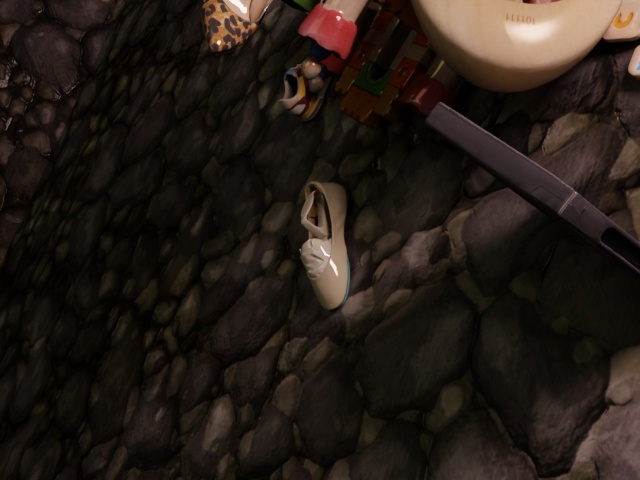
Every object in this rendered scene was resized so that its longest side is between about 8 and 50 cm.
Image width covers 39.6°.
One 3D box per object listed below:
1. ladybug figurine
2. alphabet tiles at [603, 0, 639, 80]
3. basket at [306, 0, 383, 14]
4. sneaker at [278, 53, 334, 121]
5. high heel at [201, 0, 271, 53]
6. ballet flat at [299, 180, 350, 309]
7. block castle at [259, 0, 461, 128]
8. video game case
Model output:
[{"bbox_3d":[0.271,-0.384,1.263,0.162,0.304,0.450,91,-169,-60],"label":"ladybug figurine"},{"bbox_3d":[0.497,-0.330,1.123,0.278,0.021,0.284,12,76,56],"label":"alphabet tiles"},{"bbox_3d":[0.055,-0.497,1.769,0.167,0.103,0.113,-37,39,33],"label":"basket"},{"bbox_3d":[-0.025,-0.336,1.774,0.069,0.083,0.186,-7,61,51],"label":"sneaker"},{"bbox_3d":[-0.090,-0.403,1.349,0.186,0.093,0.261,-32,30,43],"label":"high heel"},{"bbox_3d":[0.000,0.000,1.495,0.086,0.086,0.249,-32,43,37],"label":"ballet flat"},{"bbox_3d":[0.033,-0.345,1.506,0.213,0.303,0.453,-59,32,6],"label":"block castle"},{"bbox_3d":[0.269,-0.041,1.008,0.035,0.248,0.275,-53,34,9],"label":"video game case"}]
